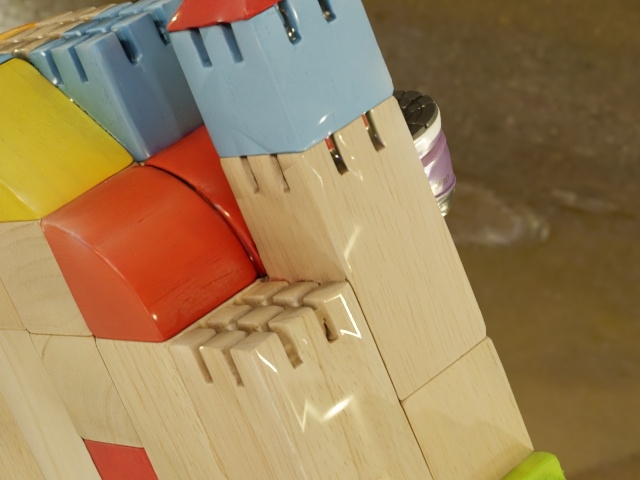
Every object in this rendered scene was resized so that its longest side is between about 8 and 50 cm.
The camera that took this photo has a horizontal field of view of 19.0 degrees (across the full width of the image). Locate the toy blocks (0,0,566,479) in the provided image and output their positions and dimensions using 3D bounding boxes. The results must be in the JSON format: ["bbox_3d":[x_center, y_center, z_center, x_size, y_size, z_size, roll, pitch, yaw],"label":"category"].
[{"bbox_3d":[-0.073,0.024,0.756,0.381,0.191,0.261,0,118,52],"label":"toy blocks"}]

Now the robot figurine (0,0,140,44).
[{"bbox_3d":[-0.143,-0.067,1.331,0.291,0.211,0.085,-12,179,-37],"label":"robot figurine"}]

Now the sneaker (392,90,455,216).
[{"bbox_3d":[0.000,0.000,1.594,0.107,0.283,0.124,38,155,51],"label":"sneaker"}]
